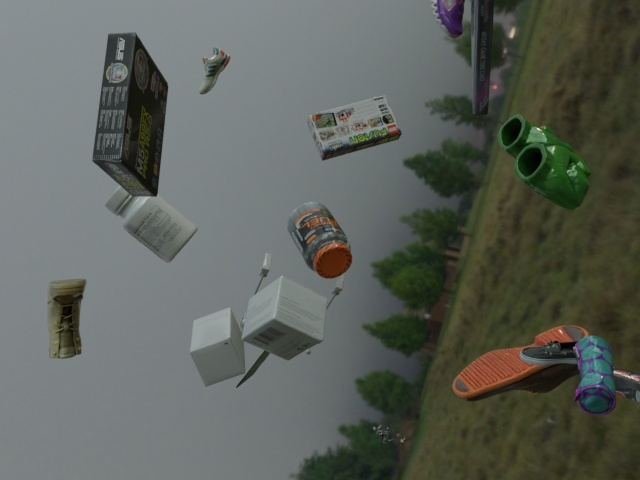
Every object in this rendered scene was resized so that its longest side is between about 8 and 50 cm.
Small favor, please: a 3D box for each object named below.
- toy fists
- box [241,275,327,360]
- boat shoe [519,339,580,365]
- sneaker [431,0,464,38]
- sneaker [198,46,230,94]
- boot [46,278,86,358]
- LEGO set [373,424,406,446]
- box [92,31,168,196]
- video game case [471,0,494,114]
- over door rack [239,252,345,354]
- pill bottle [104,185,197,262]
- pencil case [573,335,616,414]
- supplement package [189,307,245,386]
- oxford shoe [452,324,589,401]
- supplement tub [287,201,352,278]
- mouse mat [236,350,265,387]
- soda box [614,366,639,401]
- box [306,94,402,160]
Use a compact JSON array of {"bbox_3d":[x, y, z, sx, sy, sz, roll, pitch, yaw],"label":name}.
[{"bbox_3d":[0.462,-0.162,1.371,0.096,0.142,0.279,-49,20,24],"label":"toy fists"},{"bbox_3d":[-0.059,0.131,1.122,0.101,0.102,0.087,-36,35,41],"label":"box"},{"bbox_3d":[0.461,0.214,1.314,0.049,0.142,0.040,-61,-35,-64],"label":"boat shoe"},{"bbox_3d":[0.345,-0.638,1.729,0.095,0.105,0.236,10,-108,-51],"label":"sneaker"},{"bbox_3d":[-0.363,-0.553,2.187,0.161,0.075,0.057,-57,29,-2],"label":"sneaker"},{"bbox_3d":[-0.670,0.208,1.778,0.262,0.095,0.203,-20,73,58],"label":"boot"},{"bbox_3d":[0.160,0.466,1.598,0.023,0.083,0.054,-46,-46,-51],"label":"LEGO set"},{"bbox_3d":[-0.380,-0.247,1.373,0.216,0.060,0.269,75,-163,-74],"label":"box"},{"bbox_3d":[0.210,-0.321,0.882,0.274,0.026,0.195,65,-153,-65],"label":"video game case"},{"bbox_3d":[-0.096,0.205,1.960,0.108,0.240,0.324,-87,16,-49],"label":"over door rack"},{"bbox_3d":[-0.459,-0.056,1.824,0.131,0.229,0.131,-48,9,10],"label":"pill bottle"},{"bbox_3d":[0.489,0.239,1.207,0.151,0.070,0.064,-60,-19,-57],"label":"pencil case"},{"bbox_3d":[-0.252,0.259,1.665,0.179,0.105,0.105,-113,4,-71],"label":"supplement package"},{"bbox_3d":[0.501,0.334,1.651,0.130,0.364,0.132,-125,18,-66],"label":"oxford shoe"},{"bbox_3d":[0.000,0.000,1.617,0.190,0.117,0.116,-122,34,-49],"label":"supplement tub"},{"bbox_3d":[-0.154,0.314,1.840,0.189,0.007,0.153,-54,-8,12],"label":"mouse mat"},{"bbox_3d":[0.831,0.391,1.849,0.053,0.169,0.060,-17,-67,-44],"label":"soda box"},{"bbox_3d":[0.081,-0.275,1.642,0.036,0.207,0.114,118,134,-69],"label":"box"}]
